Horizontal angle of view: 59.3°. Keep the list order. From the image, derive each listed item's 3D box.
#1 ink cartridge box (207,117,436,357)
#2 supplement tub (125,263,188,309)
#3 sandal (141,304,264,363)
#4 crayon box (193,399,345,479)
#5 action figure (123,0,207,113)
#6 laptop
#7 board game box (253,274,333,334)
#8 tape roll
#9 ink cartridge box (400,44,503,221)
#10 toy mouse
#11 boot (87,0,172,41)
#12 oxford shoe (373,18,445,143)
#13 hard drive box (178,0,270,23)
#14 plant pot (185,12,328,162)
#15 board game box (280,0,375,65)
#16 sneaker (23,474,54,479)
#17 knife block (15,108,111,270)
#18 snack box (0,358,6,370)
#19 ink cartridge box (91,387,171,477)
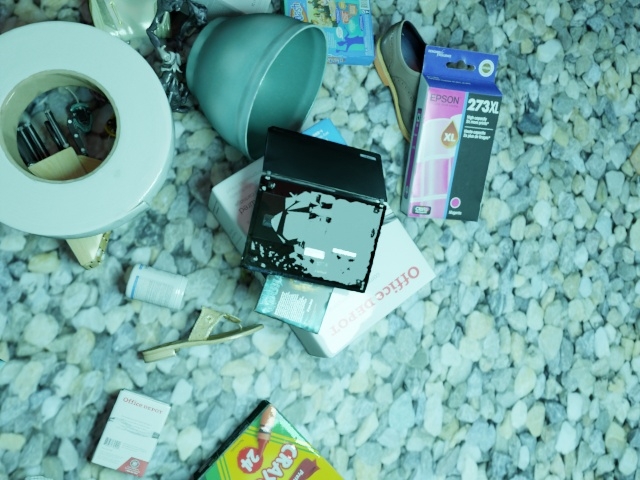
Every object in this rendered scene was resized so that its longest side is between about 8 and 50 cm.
[{"bbox_3d":[0.000,0.000,1.152,0.285,0.166,0.395,-35,91,-16],"label":"ink cartridge box"},{"bbox_3d":[-0.321,0.091,1.106,0.107,0.071,0.071,18,76,-10],"label":"supplement tub"},{"bbox_3d":[-0.236,0.169,1.105,0.240,0.088,0.079,-15,90,-11],"label":"sandal"},{"bbox_3d":[-0.064,0.498,1.093,0.318,0.081,0.202,46,73,-3],"label":"crayon box"},{"bbox_3d":[-0.325,-0.362,1.149,0.164,0.141,0.276,3,121,-43],"label":"action figure"},{"bbox_3d":[-0.009,-0.062,1.044,0.234,0.136,0.264,12,94,-11],"label":"laptop"},{"bbox_3d":[-0.033,0.064,1.034,0.126,0.026,0.186,22,78,-8],"label":"board game box"},{"bbox_3d":[-0.459,-0.196,1.015,0.391,0.072,0.392,1,85,-8],"label":"tape roll"},{"bbox_3d":[0.292,-0.229,1.242,0.175,0.069,0.371,3,104,-12],"label":"ink cartridge box"},{"bbox_3d":[-0.459,-0.272,1.156,0.143,0.031,0.161,28,75,-8],"label":"toy mouse"},{"bbox_3d":[-0.410,-0.522,1.190,0.165,0.077,0.213,-13,89,-15],"label":"boot"},{"bbox_3d":[0.242,-0.327,1.286,0.130,0.132,0.364,-32,93,-18],"label":"oxford shoe"},{"bbox_3d":[-0.219,-0.556,1.199,0.232,0.089,0.181,24,63,-20],"label":"hard drive box"},{"bbox_3d":[-0.142,-0.330,1.133,0.196,0.293,0.293,31,74,12],"label":"plant pot"},{"bbox_3d":[0.016,-0.494,1.306,0.210,0.047,0.160,-1,81,-15],"label":"board game box"},{"bbox_3d":[-0.447,0.550,0.979,0.282,0.102,0.161,42,76,-4],"label":"sneaker"},{"bbox_3d":[-0.512,-0.103,1.084,0.242,0.088,0.276,15,77,-10],"label":"knife block"},{"bbox_3d":[-0.757,0.214,0.980,0.322,0.060,0.187,33,74,-7],"label":"snack box"},{"bbox_3d":[-0.353,0.358,1.057,0.099,0.056,0.135,23,76,-10],"label":"ink cartridge box"}]
